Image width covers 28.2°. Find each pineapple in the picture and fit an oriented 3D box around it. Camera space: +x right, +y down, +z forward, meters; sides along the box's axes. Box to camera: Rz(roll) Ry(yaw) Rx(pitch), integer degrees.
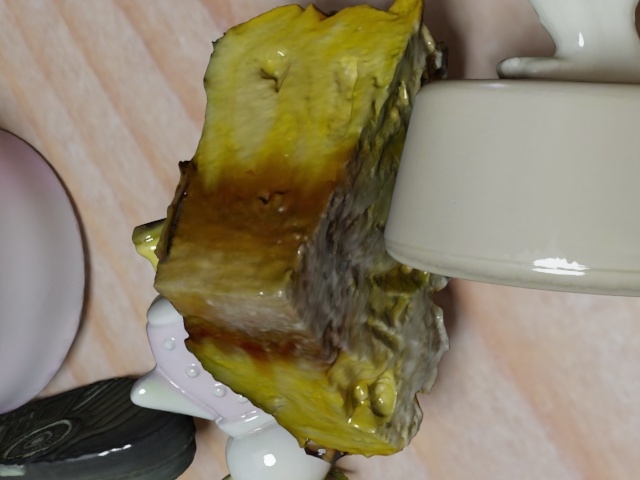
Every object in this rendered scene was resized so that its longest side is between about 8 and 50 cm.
[{"bbox_3d":[0.000,0.000,0.610,0.115,0.186,0.236,-4,92,32],"label":"pineapple"}]

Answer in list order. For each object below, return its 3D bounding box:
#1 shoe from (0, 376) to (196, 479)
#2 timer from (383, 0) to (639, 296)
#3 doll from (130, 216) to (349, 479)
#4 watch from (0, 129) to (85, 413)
[{"bbox_3d":[-0.178,0.186,0.821,0.293,0.109,0.149,-15,102,33],"label":"shoe"},{"bbox_3d":[0.120,-0.118,0.533,0.175,0.175,0.266,6,97,31],"label":"timer"},{"bbox_3d":[-0.039,0.079,0.712,0.129,0.081,0.207,-22,99,-8],"label":"doll"},{"bbox_3d":[-0.288,0.008,0.801,0.231,0.196,0.244,-25,80,28],"label":"watch"}]
